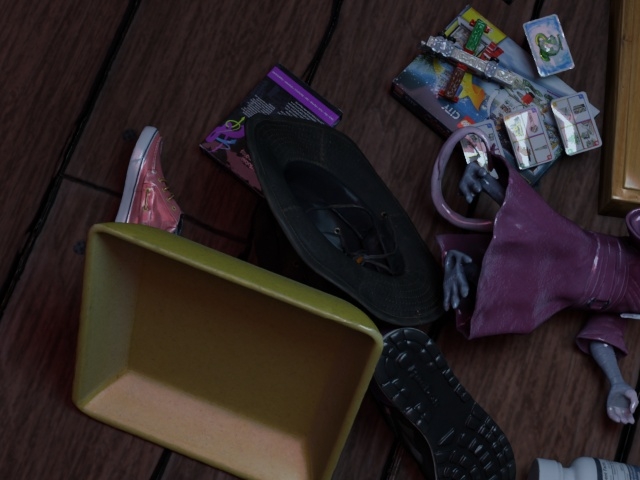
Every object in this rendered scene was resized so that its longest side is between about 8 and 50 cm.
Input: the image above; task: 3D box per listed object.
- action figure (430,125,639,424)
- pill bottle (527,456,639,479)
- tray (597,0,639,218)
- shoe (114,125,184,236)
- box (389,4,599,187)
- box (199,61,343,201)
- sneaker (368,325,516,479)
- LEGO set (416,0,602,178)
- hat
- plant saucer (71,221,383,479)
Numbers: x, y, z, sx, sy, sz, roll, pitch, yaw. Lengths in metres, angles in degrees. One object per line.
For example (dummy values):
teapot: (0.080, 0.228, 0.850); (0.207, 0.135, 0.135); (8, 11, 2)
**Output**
action figure: (0.317, 0.044, 1.340); (0.370, 0.275, 0.248); (13, 116, -20)
pill bottle: (0.338, 0.315, 1.276); (0.180, 0.108, 0.108); (10, 74, 2)
tray: (0.495, -0.225, 1.457); (0.203, 0.076, 0.410); (8, 73, 0)
shoe: (-0.212, -0.056, 1.395); (0.081, 0.063, 0.178); (13, 79, 1)
box: (0.232, -0.186, 1.451); (0.233, 0.044, 0.159); (42, 77, 10)
box: (-0.065, -0.145, 1.440); (0.116, 0.029, 0.162); (40, 75, 10)
sneaker: (0.137, 0.219, 1.309); (0.107, 0.124, 0.283); (-32, 102, -16)
LEGO set: (0.243, -0.210, 1.420); (0.183, 0.060, 0.244); (-18, 87, -6)
hat: (0.000, 0.000, 1.324); (0.134, 0.331, 0.331); (-44, 76, 28)
plant saucer: (-0.111, 0.131, 1.241); (0.333, 0.332, 0.081); (21, 43, 4)
